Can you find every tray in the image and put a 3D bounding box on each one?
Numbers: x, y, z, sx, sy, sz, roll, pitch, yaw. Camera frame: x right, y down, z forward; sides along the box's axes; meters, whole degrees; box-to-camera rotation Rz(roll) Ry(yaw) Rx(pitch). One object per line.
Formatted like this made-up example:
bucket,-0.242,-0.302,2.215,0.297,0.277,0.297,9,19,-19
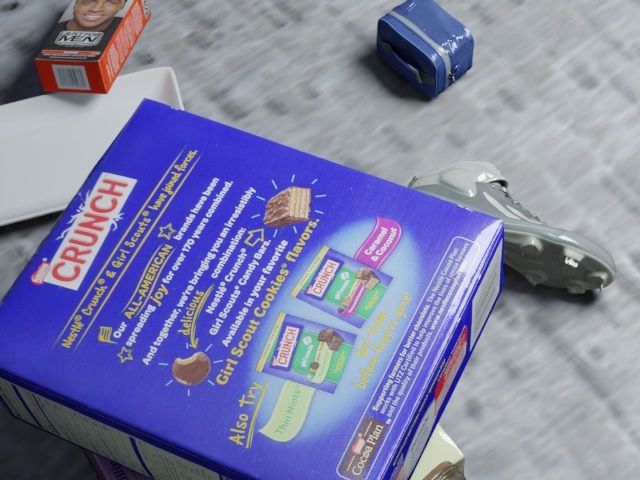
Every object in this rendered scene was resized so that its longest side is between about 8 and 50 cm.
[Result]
tray,-0.260,-0.080,1.387,0.270,0.030,0.145,-15,56,-5

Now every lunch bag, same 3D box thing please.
lunch bag,0.103,-0.189,1.407,0.065,0.067,0.098,-38,63,-18

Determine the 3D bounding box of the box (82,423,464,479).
box,-0.042,0.179,1.145,0.243,0.117,0.213,-29,59,-15

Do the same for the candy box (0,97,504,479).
candy box,-0.056,0.061,1.082,0.317,0.122,0.268,21,61,16

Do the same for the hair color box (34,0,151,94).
hair color box,-0.228,-0.207,1.440,0.072,0.043,0.141,4,42,14

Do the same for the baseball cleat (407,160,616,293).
baseball cleat,0.174,-0.021,1.289,0.205,0.072,0.109,16,53,11

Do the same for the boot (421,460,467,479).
boot,0.080,0.263,0.998,0.106,0.082,0.219,19,59,24
